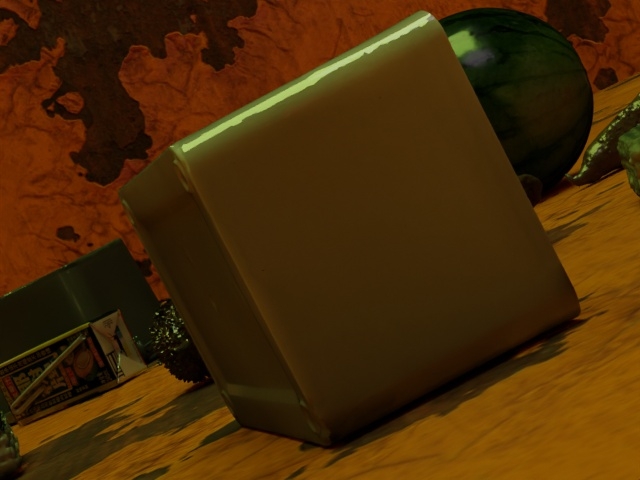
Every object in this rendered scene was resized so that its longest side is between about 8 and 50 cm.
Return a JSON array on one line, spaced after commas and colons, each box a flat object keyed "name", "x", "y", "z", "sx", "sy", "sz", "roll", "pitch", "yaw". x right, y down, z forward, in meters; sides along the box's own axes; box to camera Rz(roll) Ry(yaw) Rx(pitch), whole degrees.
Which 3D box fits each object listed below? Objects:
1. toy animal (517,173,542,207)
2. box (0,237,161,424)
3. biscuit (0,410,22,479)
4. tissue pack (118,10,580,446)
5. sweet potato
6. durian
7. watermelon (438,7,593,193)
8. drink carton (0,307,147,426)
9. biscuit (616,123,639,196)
[{"name": "toy animal", "x": 0.067, "y": 0.003, "z": 1.103, "sx": 0.188, "sy": 0.089, "sz": 0.179, "roll": -26, "pitch": 7, "yaw": -5}, {"name": "box", "x": -0.287, "y": 0.102, "z": 1.911, "sx": 0.243, "sy": 0.135, "sz": 0.163, "roll": -24, "pitch": 3, "yaw": 32}, {"name": "biscuit", "x": -0.314, "y": 0.188, "z": 1.392, "sx": 0.147, "sy": 0.046, "sz": 0.250, "roll": -27, "pitch": 4, "yaw": -11}, {"name": "tissue pack", "x": 0.000, "y": 0.001, "z": 0.878, "sx": 0.136, "sy": 0.159, "sz": 0.246, "roll": -28, "pitch": 4, "yaw": -12}, {"name": "sweet potato", "x": 0.288, "y": -0.108, "z": 1.444, "sx": 0.206, "sy": 0.060, "sz": 0.068, "roll": -36, "pitch": -31, "yaw": -5}, {"name": "durian", "x": -0.095, "y": 0.072, "z": 1.324, "sx": 0.080, "sy": 0.080, "sz": 0.091, "roll": -25, "pitch": 5, "yaw": 24}, {"name": "watermelon", "x": 0.140, "y": -0.115, "z": 1.572, "sx": 0.215, "sy": 0.188, "sz": 0.188, "roll": -19, "pitch": 3, "yaw": 7}, {"name": "drink carton", "x": -0.260, "y": 0.132, "z": 1.765, "sx": 0.165, "sy": 0.071, "sz": 0.056, "roll": -25, "pitch": -1, "yaw": 37}, {"name": "biscuit", "x": 0.277, "y": -0.082, "z": 1.062, "sx": 0.150, "sy": 0.052, "sz": 0.252, "roll": -28, "pitch": 3, "yaw": -36}]
